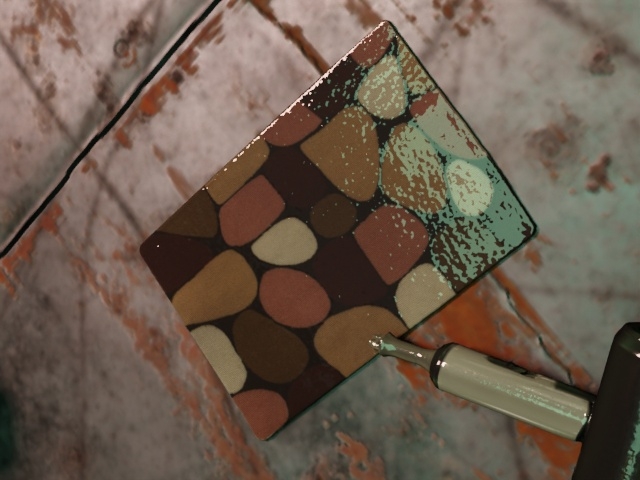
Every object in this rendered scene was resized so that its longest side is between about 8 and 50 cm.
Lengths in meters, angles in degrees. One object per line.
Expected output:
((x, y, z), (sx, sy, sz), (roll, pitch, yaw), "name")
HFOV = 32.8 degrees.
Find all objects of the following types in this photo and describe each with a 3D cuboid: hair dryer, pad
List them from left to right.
((0.000, 0.000, 0.671), (0.235, 0.003, 0.158), (-40, 77, 24), "pad")
((0.111, 0.078, 0.599), (0.197, 0.057, 0.100), (16, 100, 29), "hair dryer")
